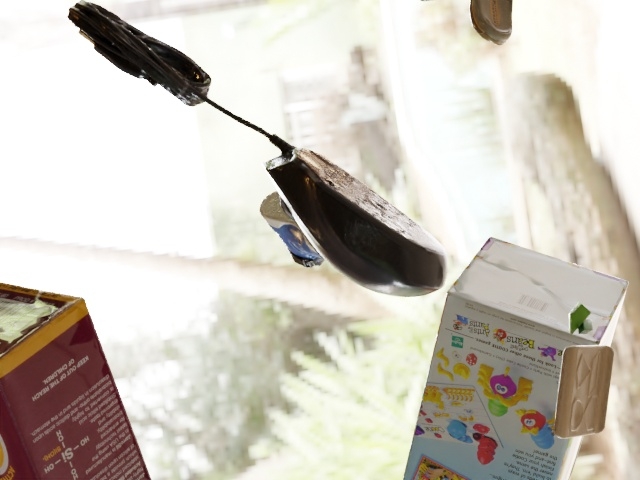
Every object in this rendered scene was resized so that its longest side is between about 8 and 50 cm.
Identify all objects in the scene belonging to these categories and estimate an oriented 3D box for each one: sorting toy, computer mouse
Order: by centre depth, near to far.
[{"bbox_3d":[-0.037,-0.043,0.845,0.041,0.242,0.071,-55,-8,13],"label":"computer mouse"},{"bbox_3d":[0.163,0.080,1.014,0.062,0.012,0.083,5,-88,-55],"label":"sorting toy"}]

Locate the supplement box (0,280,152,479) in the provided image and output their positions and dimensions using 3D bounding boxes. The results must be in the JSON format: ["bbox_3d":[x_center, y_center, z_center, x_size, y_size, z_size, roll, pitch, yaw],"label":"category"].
[{"bbox_3d":[-0.181,0.128,1.042,0.081,0.104,0.188,-39,-57,-38],"label":"supplement box"}]

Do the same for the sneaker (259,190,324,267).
[{"bbox_3d":[0.001,-0.001,1.863,0.152,0.058,0.084,23,159,43],"label":"sneaker"}]

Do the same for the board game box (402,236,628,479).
[{"bbox_3d":[0.177,0.162,1.544,0.142,0.144,0.275,-45,-30,-59],"label":"board game box"}]

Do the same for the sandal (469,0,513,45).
[{"bbox_3d":[0.205,-0.316,1.935,0.049,0.072,0.180,-40,47,48],"label":"sandal"}]
